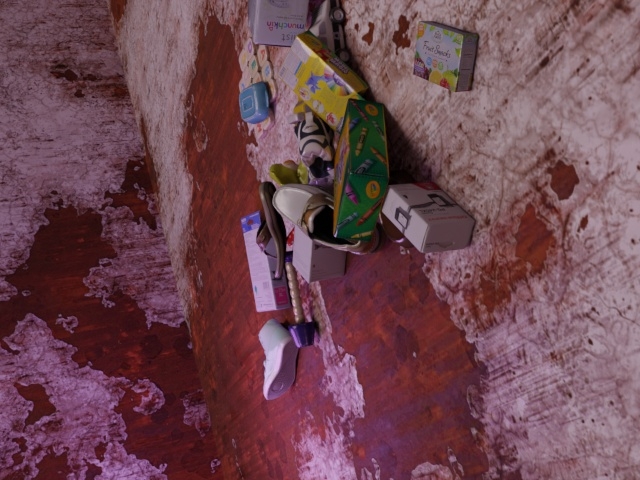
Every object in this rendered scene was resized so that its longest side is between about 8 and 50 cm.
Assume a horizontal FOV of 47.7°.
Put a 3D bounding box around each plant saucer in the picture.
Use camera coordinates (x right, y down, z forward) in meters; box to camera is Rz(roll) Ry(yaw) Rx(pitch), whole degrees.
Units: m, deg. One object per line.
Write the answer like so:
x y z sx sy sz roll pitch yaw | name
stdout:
0.165 -0.065 1.535 0.168 0.029 0.168 172 90 -66 | plant saucer

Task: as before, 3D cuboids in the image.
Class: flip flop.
-0.141 -0.027 1.962 0.112 0.080 0.277 -88 -12 -61 | flip flop

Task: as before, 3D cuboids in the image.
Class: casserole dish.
-0.202 -0.409 2.158 0.188 0.037 0.114 -178 81 -66 | casserole dish

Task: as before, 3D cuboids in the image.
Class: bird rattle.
-0.055 -0.110 1.945 0.207 0.143 0.253 -117 15 -58 | bird rattle

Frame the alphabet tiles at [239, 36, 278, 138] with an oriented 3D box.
-0.197 -0.461 2.198 0.278 0.021 0.284 -34 67 63 | alphabet tiles

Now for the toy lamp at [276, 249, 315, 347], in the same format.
-0.066 0.166 2.066 0.080 0.080 0.274 160 101 -65 | toy lamp

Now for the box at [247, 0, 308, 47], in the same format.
-0.104 -0.617 1.732 0.262 0.127 0.231 -105 19 -55 | box

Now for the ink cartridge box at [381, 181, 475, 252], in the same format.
0.202 -0.046 1.361 0.150 0.109 0.063 52 139 47 | ink cartridge box

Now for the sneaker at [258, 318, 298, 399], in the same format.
-0.145 0.369 2.281 0.151 0.094 0.255 45 128 44 | sneaker

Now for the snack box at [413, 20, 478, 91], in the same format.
0.222 -0.333 1.304 0.141 0.037 0.100 43 135 54 | snack box

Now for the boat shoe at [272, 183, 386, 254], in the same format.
0.002 -0.056 1.653 0.302 0.103 0.113 23 103 29 | boat shoe

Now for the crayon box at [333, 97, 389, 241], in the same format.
0.081 -0.151 1.499 0.278 0.081 0.165 -88 8 -49 | crayon box

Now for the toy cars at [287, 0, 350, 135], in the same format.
-0.015 -0.385 1.744 0.176 0.087 0.393 58 147 41 | toy cars

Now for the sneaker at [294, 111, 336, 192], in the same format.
-0.004 -0.218 1.736 0.235 0.094 0.153 53 -152 -61 | sneaker

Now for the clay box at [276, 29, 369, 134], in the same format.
0.014 -0.352 1.638 0.222 0.053 0.127 44 138 7 | clay box

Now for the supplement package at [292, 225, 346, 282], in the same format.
0.000 0.000 1.825 0.105 0.105 0.179 -133 40 -51 | supplement package

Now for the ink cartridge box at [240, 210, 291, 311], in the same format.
-0.174 0.066 2.283 0.186 0.065 0.311 -16 86 66 | ink cartridge box
